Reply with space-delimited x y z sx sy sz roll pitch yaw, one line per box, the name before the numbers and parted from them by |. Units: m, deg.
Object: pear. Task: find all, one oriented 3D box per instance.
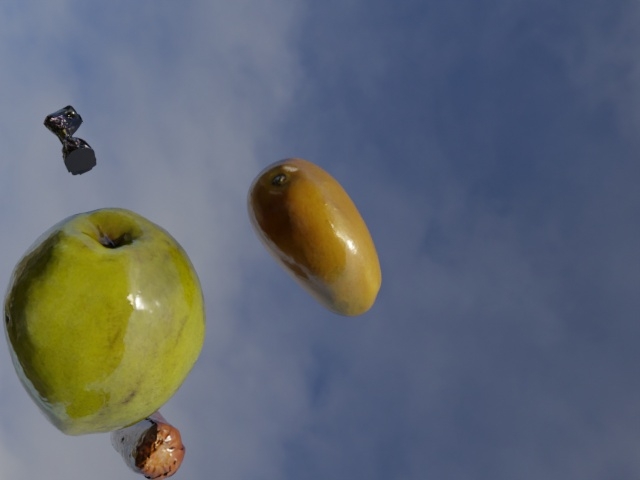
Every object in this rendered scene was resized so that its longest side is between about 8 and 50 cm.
pear | -0.276 0.110 0.998 0.253 0.253 0.307 34 -56 39

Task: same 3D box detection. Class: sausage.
sausage | -0.302 0.346 1.341 0.330 0.102 0.102 171 -71 -68

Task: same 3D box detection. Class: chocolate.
chocolate | -0.444 -0.180 1.367 0.070 0.072 0.147 -54 -133 18

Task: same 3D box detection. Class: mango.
mango | -0.001 -0.002 1.105 0.139 0.175 0.254 -39 -87 -5
